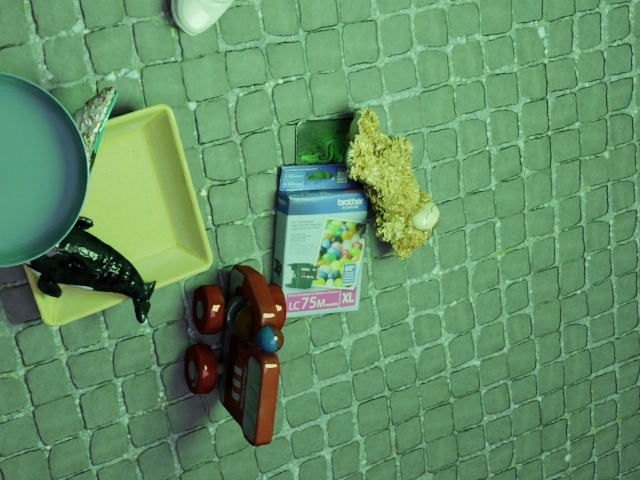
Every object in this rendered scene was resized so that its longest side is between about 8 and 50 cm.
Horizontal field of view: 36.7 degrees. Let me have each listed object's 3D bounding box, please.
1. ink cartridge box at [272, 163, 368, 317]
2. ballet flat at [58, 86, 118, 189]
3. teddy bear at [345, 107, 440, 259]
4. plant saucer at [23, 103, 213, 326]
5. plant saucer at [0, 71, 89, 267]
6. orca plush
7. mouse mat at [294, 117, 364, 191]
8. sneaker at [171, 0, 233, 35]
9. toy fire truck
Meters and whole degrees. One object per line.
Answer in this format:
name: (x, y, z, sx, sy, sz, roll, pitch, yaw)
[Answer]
ink cartridge box: (0.000, 0.000, 1.975, 0.186, 0.065, 0.311, -4, 106, -26)
ballet flat: (-0.411, -0.153, 1.620, 0.077, 0.091, 0.240, 18, 94, -16)
teddy bear: (0.149, -0.113, 1.946, 0.113, 0.245, 0.338, -18, 113, 21)
plant saucer: (-0.394, -0.053, 1.750, 0.333, 0.081, 0.332, -21, 113, -20)
plant saucer: (-0.532, -0.115, 1.567, 0.318, 0.043, 0.317, 0, 99, -1)
orca plush: (-0.404, 0.060, 1.673, 0.151, 0.102, 0.287, -48, 120, -7)
mouse mat: (0.034, -0.175, 1.975, 0.190, 0.007, 0.152, -7, 108, -26)
sneaker: (-0.161, -0.493, 1.719, 0.110, 0.118, 0.292, 36, 89, -32)
toy fire truck: (-0.136, 0.212, 1.858, 0.169, 0.254, 0.302, 2, 104, -28)
